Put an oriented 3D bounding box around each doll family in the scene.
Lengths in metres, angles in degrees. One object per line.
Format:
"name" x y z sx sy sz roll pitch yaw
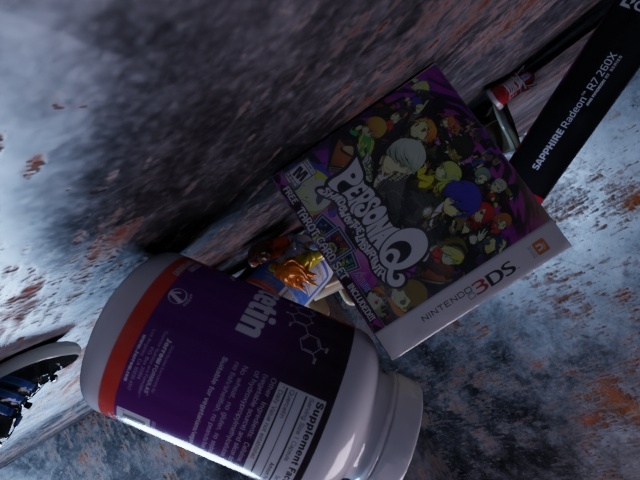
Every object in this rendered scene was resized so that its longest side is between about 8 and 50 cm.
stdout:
"doll family" 0.000 0.000 0.714 0.263 0.118 0.163 -37 176 17

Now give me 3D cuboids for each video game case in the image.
"video game case" 0.097 -0.030 0.456 0.210 0.232 0.042 -33 173 4

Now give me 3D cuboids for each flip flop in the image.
"flip flop" 0.362 -0.232 0.944 0.080 0.112 0.277 -20 -178 10

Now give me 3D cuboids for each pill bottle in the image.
"pill bottle" -0.065 0.149 0.470 0.181 0.323 0.181 22 90 -89
"pill bottle" -0.051 0.066 0.876 0.221 0.124 0.124 -46 -177 -36

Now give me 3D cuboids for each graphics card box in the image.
"graphics card box" 0.457 -0.230 0.786 0.233 0.094 0.371 -24 145 -58

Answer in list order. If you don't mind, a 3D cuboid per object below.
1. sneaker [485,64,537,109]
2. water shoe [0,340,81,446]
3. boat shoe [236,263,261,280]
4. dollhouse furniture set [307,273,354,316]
"sneaker" 0.323 -0.258 0.733 0.067 0.042 0.118 -33 -177 38
"water shoe" -0.362 0.188 0.485 0.073 0.080 0.203 -38 173 41
"boat shoe" -0.191 0.094 0.859 0.206 0.075 0.065 -19 122 -48
"dollhouse furniture set" 0.029 0.167 1.216 0.394 0.256 0.362 -21 161 -25
